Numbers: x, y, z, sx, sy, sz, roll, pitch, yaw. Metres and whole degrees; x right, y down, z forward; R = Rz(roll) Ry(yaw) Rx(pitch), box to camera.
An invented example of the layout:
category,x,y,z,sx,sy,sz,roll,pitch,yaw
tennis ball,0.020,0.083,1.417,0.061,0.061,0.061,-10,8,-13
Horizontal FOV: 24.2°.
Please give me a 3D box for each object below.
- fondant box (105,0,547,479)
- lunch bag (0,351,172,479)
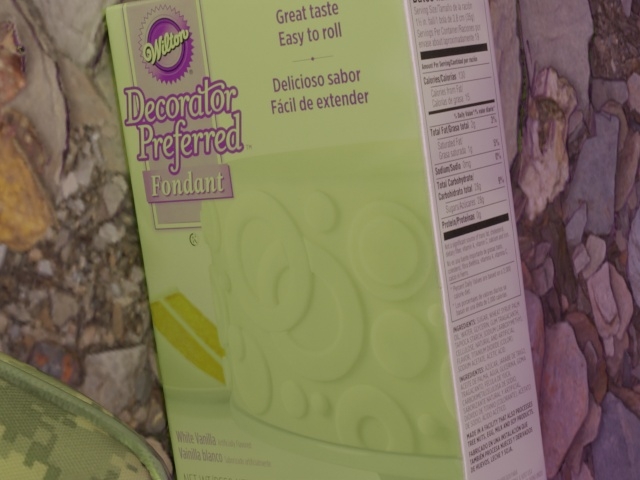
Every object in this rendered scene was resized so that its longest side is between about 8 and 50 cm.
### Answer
category,x,y,z,sx,sy,sz,roll,pitch,yaw
fondant box,0.000,0.000,0.928,0.096,0.238,0.330,-14,99,-50
lunch bag,-0.206,0.184,0.557,0.212,0.256,0.305,25,71,-3
